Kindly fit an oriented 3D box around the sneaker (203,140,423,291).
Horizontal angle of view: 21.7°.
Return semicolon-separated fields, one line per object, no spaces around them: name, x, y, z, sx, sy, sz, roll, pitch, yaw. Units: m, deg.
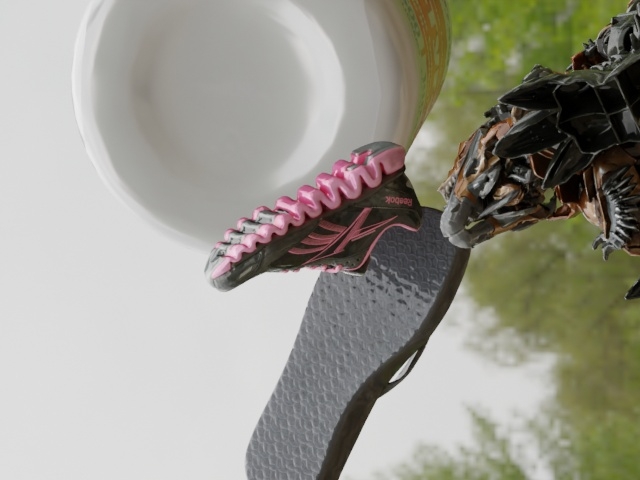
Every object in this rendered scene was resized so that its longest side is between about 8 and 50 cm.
sneaker;0.000;0.000;0.838;0.057;0.119;0.047;62;174;-19

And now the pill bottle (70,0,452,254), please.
pill bottle;-0.021;-0.142;1.240;0.408;0.229;0.229;-58;-37;-73

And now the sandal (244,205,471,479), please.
sandal;0.026;0.081;1.200;0.054;0.097;0.254;7;-60;-52

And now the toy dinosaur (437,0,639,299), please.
toy dinosaur;0.183;-0.083;0.878;0.322;0.164;0.218;-57;4;36
